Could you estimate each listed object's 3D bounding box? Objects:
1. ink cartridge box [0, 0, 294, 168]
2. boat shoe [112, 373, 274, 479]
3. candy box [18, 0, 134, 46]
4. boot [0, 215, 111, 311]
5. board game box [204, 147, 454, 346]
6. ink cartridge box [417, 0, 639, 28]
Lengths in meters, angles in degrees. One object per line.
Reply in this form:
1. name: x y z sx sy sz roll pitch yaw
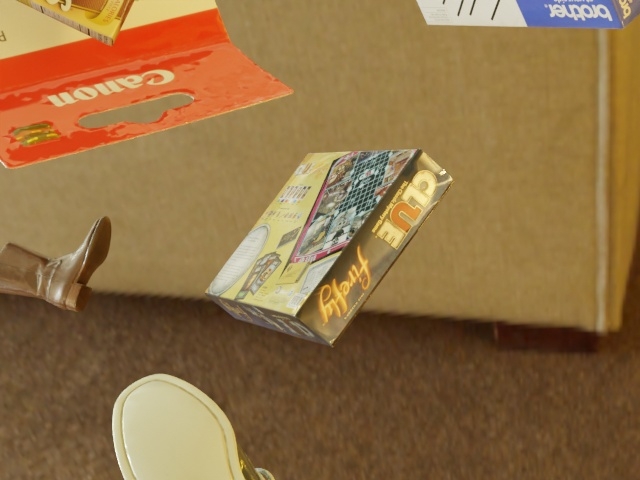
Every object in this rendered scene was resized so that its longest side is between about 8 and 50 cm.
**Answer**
1. ink cartridge box: -0.250 -0.231 1.476 0.308 0.091 0.385 -18 41 -28
2. boat shoe: -0.073 0.205 1.124 0.095 0.079 0.254 -37 55 -14
3. candy box: -0.255 -0.271 1.384 0.187 0.053 0.109 25 85 -7
4. boot: -0.278 0.013 1.515 0.114 0.037 0.106 14 74 23
5. board game box: 0.000 0.000 1.237 0.165 0.042 0.243 -53 18 -10
6. ink cartridge box: 0.140 -0.208 1.088 0.046 0.097 0.207 -42 30 -25
